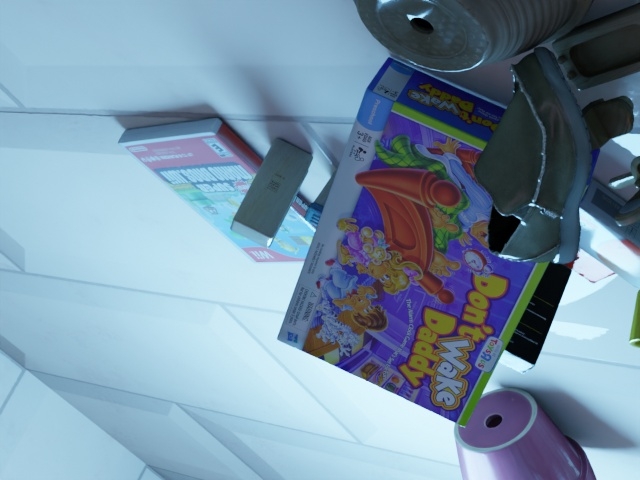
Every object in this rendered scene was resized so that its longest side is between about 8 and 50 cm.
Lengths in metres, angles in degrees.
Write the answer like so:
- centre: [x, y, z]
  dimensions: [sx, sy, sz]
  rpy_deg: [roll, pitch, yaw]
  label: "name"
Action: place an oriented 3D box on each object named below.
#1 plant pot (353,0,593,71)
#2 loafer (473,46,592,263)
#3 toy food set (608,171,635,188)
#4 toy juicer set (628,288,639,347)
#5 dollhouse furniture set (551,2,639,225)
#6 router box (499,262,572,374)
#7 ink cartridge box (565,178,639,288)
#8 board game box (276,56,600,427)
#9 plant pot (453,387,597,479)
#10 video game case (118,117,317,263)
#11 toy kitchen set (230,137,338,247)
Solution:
- centre: [0.103, -0.217, 1.104]
  dimensions: [0.237, 0.109, 0.237]
  rpy_deg: [23, 157, 10]
  label: "plant pot"
- centre: [0.182, -0.060, 1.179]
  dimensions: [0.087, 0.094, 0.251]
  rpy_deg: [-13, 137, -2]
  label: "loafer"
- centre: [0.382, -0.045, 1.271]
  dimensions: [0.192, 0.038, 0.132]
  rpy_deg: [23, 164, -19]
  label: "toy food set"
- centre: [0.424, 0.065, 1.290]
  dimensions: [0.209, 0.089, 0.329]
  rpy_deg: [3, 165, 5]
  label: "toy juicer set"
- centre: [0.255, -0.099, 1.110]
  dimensions: [0.144, 0.123, 0.151]
  rpy_deg: [-14, 112, 56]
  label: "dollhouse furniture set"
- centre: [0.187, 0.055, 1.549]
  dimensions: [0.179, 0.133, 0.046]
  rpy_deg: [28, 156, -2]
  label: "router box"
- centre: [0.290, 0.006, 1.456]
  dimensions: [0.145, 0.045, 0.179]
  rpy_deg: [33, 153, -14]
  label: "ink cartridge box"
- centre: [0.114, 0.010, 1.405]
  dimensions: [0.233, 0.078, 0.347]
  rpy_deg: [24, 128, 6]
  label: "board game box"
- centre: [0.285, 0.324, 1.957]
  dimensions: [0.201, 0.201, 0.180]
  rpy_deg: [4, 133, 42]
  label: "plant pot"
- centre: [-0.109, -0.058, 1.758]
  dimensions: [0.204, 0.025, 0.285]
  rpy_deg: [-2, 144, 47]
  label: "video game case"
- centre: [0.000, 0.000, 1.642]
  dimensions: [0.207, 0.122, 0.166]
  rpy_deg: [27, 157, 0]
  label: "toy kitchen set"
